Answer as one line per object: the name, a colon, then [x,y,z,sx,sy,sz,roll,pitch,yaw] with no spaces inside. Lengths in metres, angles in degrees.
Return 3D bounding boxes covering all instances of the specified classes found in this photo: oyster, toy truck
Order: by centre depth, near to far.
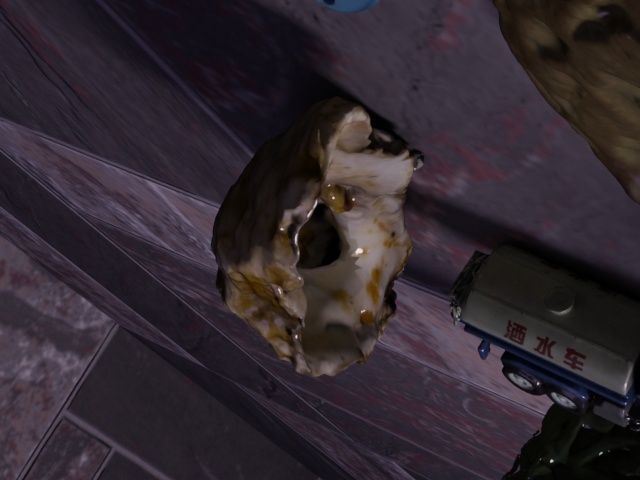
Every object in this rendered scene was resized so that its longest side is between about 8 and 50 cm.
toy truck: [0.175,0.064,1.014,0.202,0.074,0.088,25,158,30]
oyster: [-0.003,-0.004,1.033,0.110,0.166,0.341,21,-177,9]

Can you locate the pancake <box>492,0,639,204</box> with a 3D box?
pancake: [0.164,-0.044,0.642,0.242,0.050,0.242,38,167,10]

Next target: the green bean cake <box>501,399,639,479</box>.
green bean cake: [0.222,0.195,1.146,0.185,0.183,0.094,26,166,27]

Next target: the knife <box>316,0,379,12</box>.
knife: [0.033,-0.141,0.625,0.058,0.032,0.244,41,163,-6]
